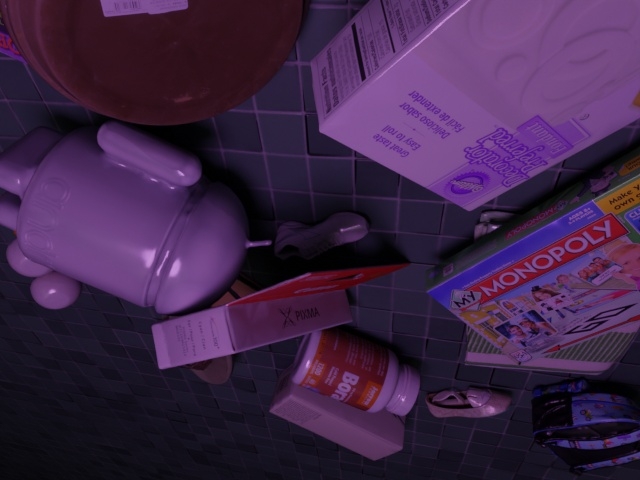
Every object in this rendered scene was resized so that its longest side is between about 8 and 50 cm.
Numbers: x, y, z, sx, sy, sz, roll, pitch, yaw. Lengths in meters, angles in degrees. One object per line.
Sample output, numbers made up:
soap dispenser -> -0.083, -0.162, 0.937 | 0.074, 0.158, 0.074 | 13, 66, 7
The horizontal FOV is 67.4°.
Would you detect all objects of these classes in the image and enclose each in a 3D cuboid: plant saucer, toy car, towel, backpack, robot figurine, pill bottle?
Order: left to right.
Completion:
toy car -> -0.429, 0.010, 0.805 | 0.136, 0.159, 0.182 | -19, 136, -16
robot figurine -> -0.250, -0.022, 0.658 | 0.353, 0.200, 0.300 | 24, 135, -7
plant saucer -> -0.132, -0.201, 0.443 | 0.278, 0.041, 0.278 | -21, 158, -9
pill bottle -> 0.065, 0.238, 0.875 | 0.216, 0.121, 0.121 | 23, 135, -6
towel -> 0.345, 0.092, 0.711 | 0.247, 0.038, 0.325 | 2, 132, 13
backpack -> 0.477, 0.317, 0.830 | 0.158, 0.117, 0.173 | 41, 131, -22

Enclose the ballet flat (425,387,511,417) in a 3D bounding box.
ballet flat -> 0.282, 0.314, 0.933 | 0.168, 0.057, 0.052 | -22, 114, 32

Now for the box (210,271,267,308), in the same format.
box -> -0.201, 0.108, 0.899 | 0.164, 0.021, 0.201 | 34, 133, -17

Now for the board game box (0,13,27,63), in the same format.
board game box -> -0.469, -0.356, 0.510 | 0.346, 0.056, 0.208 | 24, 131, -7

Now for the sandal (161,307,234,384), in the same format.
sandal -> -0.253, 0.188, 0.913 | 0.120, 0.086, 0.303 | 2, 134, 15

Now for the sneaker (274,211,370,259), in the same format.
sneaker -> 0.000, 0.000, 0.706 | 0.152, 0.061, 0.054 | -11, 127, 24

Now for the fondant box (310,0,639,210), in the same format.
fondant box -> 0.188, -0.170, 0.399 | 0.238, 0.096, 0.330 | 19, 143, -38

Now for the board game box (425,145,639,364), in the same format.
board game box -> 0.326, 0.040, 0.612 | 0.213, 0.046, 0.317 | 37, 130, -20

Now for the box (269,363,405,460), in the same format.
box -> 0.040, 0.363, 1.024 | 0.275, 0.094, 0.113 | 30, 134, -14

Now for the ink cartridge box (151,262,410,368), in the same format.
ink cartridge box -> -0.034, 0.102, 0.676 | 0.261, 0.066, 0.296 | -20, 169, 30
